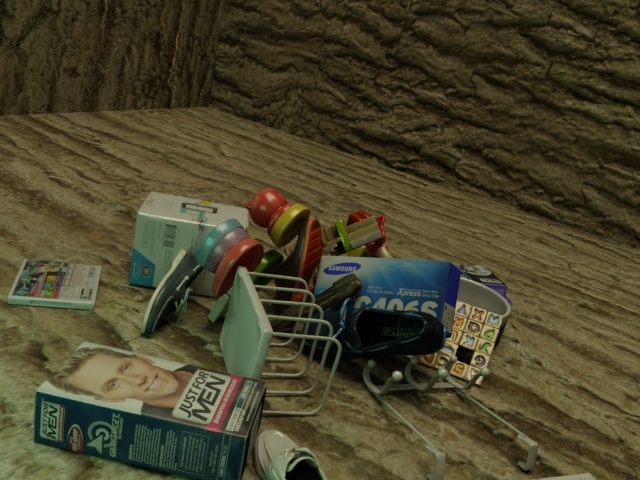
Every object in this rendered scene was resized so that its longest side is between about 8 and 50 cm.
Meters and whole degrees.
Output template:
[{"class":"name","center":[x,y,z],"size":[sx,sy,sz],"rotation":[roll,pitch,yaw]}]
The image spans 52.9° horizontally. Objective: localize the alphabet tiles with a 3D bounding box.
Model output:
[{"class":"alphabet tiles","center":[0.308,0.229,1.586],"size":[0.237,0.009,0.198],"rotation":[19,59,16]}]

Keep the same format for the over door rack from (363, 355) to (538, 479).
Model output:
[{"class":"over door rack","center":[0.261,0.333,1.311],"size":[0.240,0.108,0.324],"rotation":[2,22,-24]}]

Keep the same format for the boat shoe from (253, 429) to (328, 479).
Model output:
[{"class":"boat shoe","center":[-0.033,0.379,1.043],"size":[0.095,0.084,0.258],"rotation":[-1,24,-32]}]

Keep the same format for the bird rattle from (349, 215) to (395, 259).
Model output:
[{"class":"bird rattle","center":[0.177,0.048,1.860],"size":[0.143,0.253,0.207],"rotation":[-27,74,-19]}]

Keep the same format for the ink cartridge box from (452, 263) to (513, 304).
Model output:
[{"class":"ink cartridge box","center":[0.488,0.135,2.069],"size":[0.206,0.045,0.208],"rotation":[5,23,-22]}]

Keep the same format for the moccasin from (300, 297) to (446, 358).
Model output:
[{"class":"moccasin","center":[0.100,0.184,1.408],"size":[0.342,0.137,0.117],"rotation":[-10,-28,27]}]

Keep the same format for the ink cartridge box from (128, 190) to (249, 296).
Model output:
[{"class":"ink cartridge box","center":[-0.337,0.011,1.687],"size":[0.270,0.198,0.197],"rotation":[10,19,-8]}]

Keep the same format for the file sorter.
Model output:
[{"class":"file sorter","center":[-0.088,0.206,1.327],"size":[0.173,0.192,0.277],"rotation":[8,20,-20]}]

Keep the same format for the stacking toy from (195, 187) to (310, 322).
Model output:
[{"class":"stacking toy","center":[-0.191,0.023,1.538],"size":[0.130,0.279,0.309],"rotation":[40,43,14]}]

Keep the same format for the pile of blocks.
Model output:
[{"class":"pile of blocks","center":[0.000,0.000,1.736],"size":[0.362,0.112,0.149],"rotation":[-23,-4,28]}]

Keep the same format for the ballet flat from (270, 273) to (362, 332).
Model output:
[{"class":"ballet flat","center":[-0.010,0.161,1.527],"size":[0.250,0.058,0.084],"rotation":[-30,14,8]}]

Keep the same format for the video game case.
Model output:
[{"class":"video game case","center":[-0.623,0.103,1.525],"size":[0.183,0.023,0.201],"rotation":[7,22,-16]}]

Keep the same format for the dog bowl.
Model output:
[{"class":"dog bowl","center":[0.374,0.193,1.758],"size":[0.265,0.104,0.265],"rotation":[11,20,-4]}]

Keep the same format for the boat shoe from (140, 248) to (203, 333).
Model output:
[{"class":"boat shoe","center":[-0.340,0.125,1.494],"size":[0.079,0.095,0.254],"rotation":[27,36,-8]}]

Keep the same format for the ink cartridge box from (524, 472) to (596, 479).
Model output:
[{"class":"ink cartridge box","center":[0.394,0.471,1.041],"size":[0.212,0.093,0.154],"rotation":[2,23,-21]}]

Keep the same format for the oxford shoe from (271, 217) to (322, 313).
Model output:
[{"class":"oxford shoe","center":[-0.066,0.065,1.590],"size":[0.098,0.271,0.097],"rotation":[21,18,22]}]

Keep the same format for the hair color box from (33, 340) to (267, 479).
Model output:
[{"class":"hair color box","center":[-0.281,0.289,1.098],"size":[0.347,0.105,0.174],"rotation":[11,19,3]}]

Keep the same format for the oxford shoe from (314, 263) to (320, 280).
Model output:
[{"class":"oxford shoe","center":[0.105,0.110,1.754],"size":[0.140,0.146,0.397],"rotation":[0,23,-30]}]

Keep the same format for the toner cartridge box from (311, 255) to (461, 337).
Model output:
[{"class":"toner cartridge box","center":[0.148,0.129,1.537],"size":[0.348,0.165,0.075],"rotation":[1,-20,33]}]
